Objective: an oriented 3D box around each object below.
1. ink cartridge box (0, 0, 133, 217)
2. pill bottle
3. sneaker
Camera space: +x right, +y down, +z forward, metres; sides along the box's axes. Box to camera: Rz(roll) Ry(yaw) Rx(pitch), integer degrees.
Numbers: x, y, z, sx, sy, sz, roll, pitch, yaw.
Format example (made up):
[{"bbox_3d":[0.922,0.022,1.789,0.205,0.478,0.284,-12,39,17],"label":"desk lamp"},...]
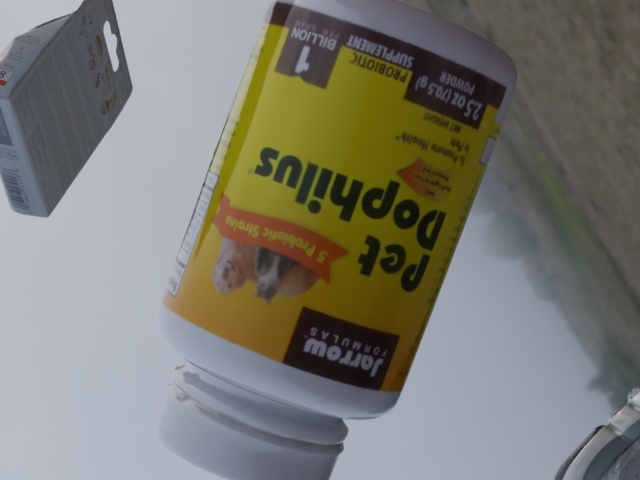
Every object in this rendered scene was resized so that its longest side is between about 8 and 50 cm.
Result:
[{"bbox_3d":[-0.232,-0.132,1.249,0.145,0.045,0.179,83,-156,-47],"label":"ink cartridge box"},{"bbox_3d":[0.000,0.000,0.636,0.117,0.215,0.117,20,-176,-1],"label":"pill bottle"},{"bbox_3d":[0.271,0.130,0.939,0.132,0.229,0.086,42,-177,24],"label":"sneaker"}]
